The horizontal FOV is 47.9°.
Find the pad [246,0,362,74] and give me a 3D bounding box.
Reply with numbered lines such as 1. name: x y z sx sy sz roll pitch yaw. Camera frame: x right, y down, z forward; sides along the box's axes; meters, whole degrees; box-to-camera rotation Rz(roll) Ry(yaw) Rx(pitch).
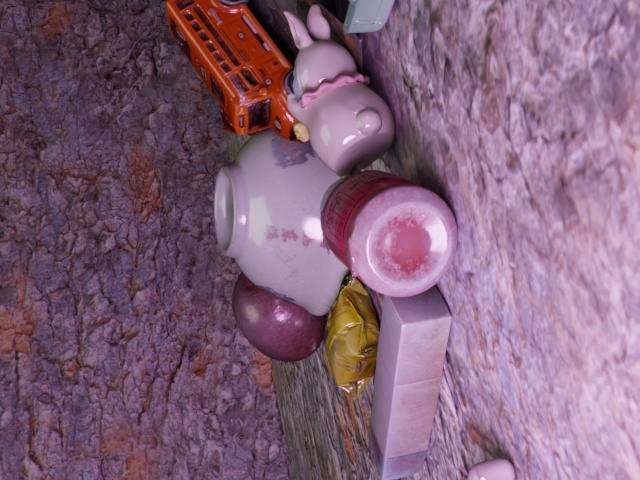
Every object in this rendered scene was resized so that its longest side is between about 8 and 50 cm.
1. pad: -0.037 -0.335 1.216 0.367 0.007 0.247 49 161 30

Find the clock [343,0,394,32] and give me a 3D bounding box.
1. clock: 0.050 -0.402 0.977 0.159 0.066 0.211 110 150 -65

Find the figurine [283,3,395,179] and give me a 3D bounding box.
1. figurine: 0.011 -0.220 1.071 0.155 0.127 0.235 89 156 -69

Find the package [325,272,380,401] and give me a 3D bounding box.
1. package: 0.059 0.181 1.327 0.226 0.090 0.168 103 158 -55

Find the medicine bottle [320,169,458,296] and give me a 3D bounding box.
1. medicine bottle: 0.076 -0.021 0.963 0.247 0.147 0.147 -135 37 -71

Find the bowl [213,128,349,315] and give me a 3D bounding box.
1. bowl: -0.101 -0.060 1.443 0.435 0.196 0.434 177 90 -69

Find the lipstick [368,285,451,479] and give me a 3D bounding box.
1. lipstick: 0.126 0.220 1.070 0.079 0.076 0.371 -111 17 -47

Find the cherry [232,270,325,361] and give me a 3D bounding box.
1. cherry: -0.094 0.169 1.750 0.261 0.221 0.307 -110 -2 -50

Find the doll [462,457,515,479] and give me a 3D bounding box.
1. doll: 0.204 0.349 0.846 0.160 0.059 0.161 101 156 -59

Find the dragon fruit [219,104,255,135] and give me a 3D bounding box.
1. dragon fruit: -0.108 -0.277 1.394 0.122 0.192 0.092 54 163 6

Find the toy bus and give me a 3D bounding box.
1. toy bus: -0.133 -0.305 1.274 0.329 0.153 0.143 54 164 12
